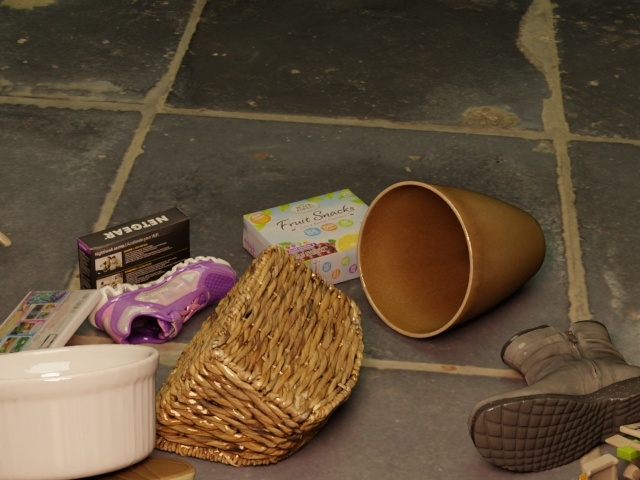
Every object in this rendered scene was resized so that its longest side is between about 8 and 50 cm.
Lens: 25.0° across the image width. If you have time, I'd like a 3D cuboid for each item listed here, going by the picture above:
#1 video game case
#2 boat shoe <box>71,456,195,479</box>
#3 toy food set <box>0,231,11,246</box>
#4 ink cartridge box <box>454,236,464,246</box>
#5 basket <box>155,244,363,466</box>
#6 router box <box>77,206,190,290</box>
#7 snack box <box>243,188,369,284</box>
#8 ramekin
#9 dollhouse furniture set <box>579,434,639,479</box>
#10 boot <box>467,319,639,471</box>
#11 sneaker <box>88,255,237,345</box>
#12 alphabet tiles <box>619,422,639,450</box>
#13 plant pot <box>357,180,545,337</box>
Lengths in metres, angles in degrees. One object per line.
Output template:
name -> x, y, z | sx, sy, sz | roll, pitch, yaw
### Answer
video game case -> -0.417, 0.128, 2.138 | 0.143, 0.019, 0.157 | -3, 37, 33
boat shoe -> -0.284, 0.345, 1.807 | 0.285, 0.089, 0.105 | -15, 16, -31
toy food set -> -0.597, 0.043, 2.306 | 0.128, 0.071, 0.218 | 33, 39, 4
ink cartridge box -> 0.185, -0.013, 2.441 | 0.099, 0.056, 0.135 | 0, 31, -2
basket -> -0.084, 0.195, 2.046 | 0.213, 0.223, 0.299 | 37, 33, -6
router box -> -0.288, 0.036, 2.259 | 0.179, 0.133, 0.046 | -19, 38, -32
snack box -> 0.000, 0.000, 2.396 | 0.207, 0.070, 0.174 | -14, 35, -26
ramekin -> -0.341, 0.220, 1.862 | 0.277, 0.135, 0.277 | -4, 3, 0
dollhouse furniture set -> 0.385, 0.305, 1.915 | 0.152, 0.076, 0.058 | -17, 23, -31
boot -> 0.313, 0.210, 2.045 | 0.338, 0.118, 0.223 | -2, 26, -28
sneaker -> -0.229, 0.104, 2.200 | 0.236, 0.095, 0.104 | -19, 41, -21
alphabet tiles -> 0.577, 0.282, 1.874 | 0.285, 0.011, 0.343 | 0, 10, -43
plant pot -> 0.230, 0.018, 2.260 | 0.254, 0.237, 0.237 | -7, 29, -42
